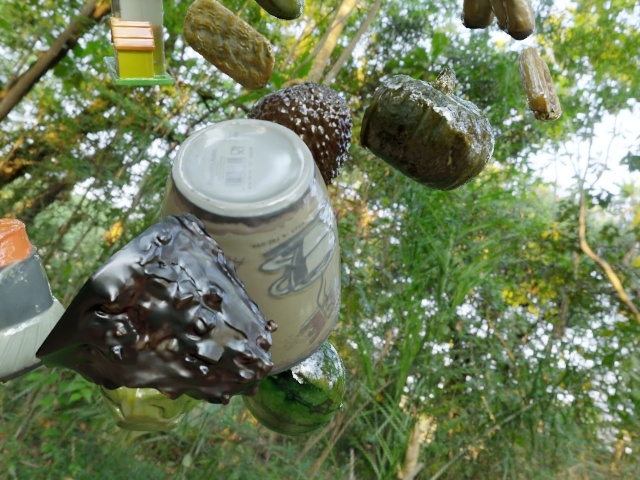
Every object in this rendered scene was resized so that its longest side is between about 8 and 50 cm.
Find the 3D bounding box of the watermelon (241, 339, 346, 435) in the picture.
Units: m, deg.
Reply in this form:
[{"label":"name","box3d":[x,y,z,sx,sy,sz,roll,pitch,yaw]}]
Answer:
[{"label":"watermelon","box3d":[-0.062,0.306,1.163,0.242,0.243,0.242,20,-18,7]}]

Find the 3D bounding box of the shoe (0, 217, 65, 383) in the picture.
[{"label":"shoe","box3d":[-0.378,0.044,0.390,0.336,0.171,0.132,-10,17,-29]}]

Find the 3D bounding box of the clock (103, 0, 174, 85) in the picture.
[{"label":"clock","box3d":[-0.364,-0.451,1.008,0.106,0.256,0.220,-9,31,-25]}]

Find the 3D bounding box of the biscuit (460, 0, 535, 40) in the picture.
[{"label":"biscuit","box3d":[0.241,-0.398,0.741,0.164,0.047,0.208,50,-18,54]}]

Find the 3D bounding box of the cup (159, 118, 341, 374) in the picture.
[{"label":"cup","box3d":[-0.082,-0.031,0.629,0.227,0.301,0.257,-4,-39,-10]}]

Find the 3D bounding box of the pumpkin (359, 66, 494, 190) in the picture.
[{"label":"pumpkin","box3d":[0.263,-0.237,1.121,0.232,0.242,0.324,33,25,28]}]

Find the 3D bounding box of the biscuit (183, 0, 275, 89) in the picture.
[{"label":"biscuit","box3d":[-0.197,-0.418,1.114,0.247,0.029,0.118,39,-57,13]}]

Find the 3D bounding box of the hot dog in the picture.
[{"label":"hot dog","box3d":[0.540,-0.389,1.315,0.068,0.250,0.100,-28,-50,36]}]

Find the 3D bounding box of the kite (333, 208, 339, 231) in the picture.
[{"label":"kite","box3d":[0.000,0.000,1.091,0.011,0.157,0.139,31,6,34]}]

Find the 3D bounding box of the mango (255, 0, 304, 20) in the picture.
[{"label":"mango","box3d":[-0.116,-0.496,0.885,0.111,0.133,0.267,-33,-74,34]}]

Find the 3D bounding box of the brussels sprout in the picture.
[{"label":"brussels sprout","box3d":[-0.271,0.194,0.862,0.223,0.223,0.161,32,-58,-27]}]

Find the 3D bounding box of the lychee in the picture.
[{"label":"lychee","box3d":[-0.047,-0.221,1.197,0.267,0.268,0.267,20,-18,7]}]

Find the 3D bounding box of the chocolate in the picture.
[{"label":"chocolate","box3d":[-0.098,0.071,0.398,0.133,0.156,0.156,38,-18,2]}]
